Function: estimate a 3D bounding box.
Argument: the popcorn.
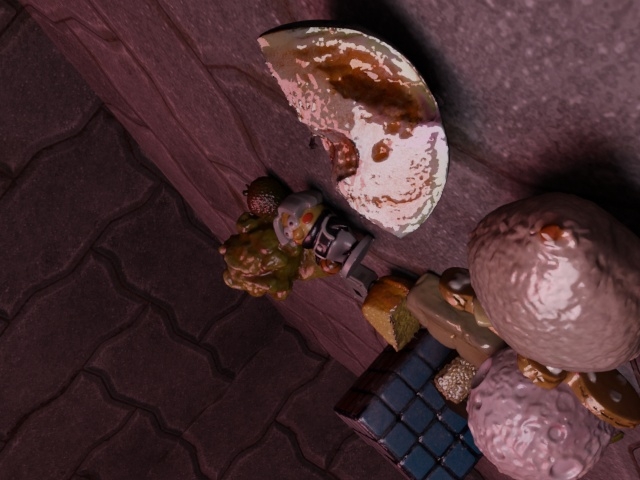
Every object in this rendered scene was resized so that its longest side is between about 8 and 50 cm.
[{"bbox_3d":[-0.150,0.069,1.808,0.321,0.290,0.326,39,146,28],"label":"popcorn"}]

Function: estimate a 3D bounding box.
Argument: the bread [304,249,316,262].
[{"bbox_3d":[-0.004,-0.001,1.549,0.110,0.103,0.156,43,160,-19],"label":"bread"}]

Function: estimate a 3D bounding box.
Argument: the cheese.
[{"bbox_3d":[0.298,0.175,1.253,0.263,0.093,0.159,35,160,36],"label":"cheese"}]

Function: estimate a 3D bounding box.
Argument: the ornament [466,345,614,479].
[{"bbox_3d":[0.388,0.306,1.053,0.225,0.259,0.259,34,165,3],"label":"ornament"}]

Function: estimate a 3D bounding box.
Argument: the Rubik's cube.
[{"bbox_3d":[0.290,0.495,1.694,0.337,0.344,0.344,43,168,1],"label":"Rubik's cube"}]

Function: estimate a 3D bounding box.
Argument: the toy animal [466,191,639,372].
[{"bbox_3d":[0.288,0.052,0.713,0.226,0.188,0.358,28,167,37],"label":"toy animal"}]

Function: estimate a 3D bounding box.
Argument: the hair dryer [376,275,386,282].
[{"bbox_3d":[0.178,0.116,1.564,0.079,0.031,0.083,42,155,42],"label":"hair dryer"}]

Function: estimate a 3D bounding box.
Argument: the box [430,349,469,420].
[{"bbox_3d":[0.425,0.380,1.394,0.273,0.143,0.184,25,157,48],"label":"box"}]

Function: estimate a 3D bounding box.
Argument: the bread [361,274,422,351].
[{"bbox_3d":[0.180,0.167,1.464,0.134,0.129,0.260,34,160,32],"label":"bread"}]

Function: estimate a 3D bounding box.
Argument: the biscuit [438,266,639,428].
[{"bbox_3d":[0.349,0.143,0.883,0.340,0.216,0.047,46,127,24],"label":"biscuit"}]

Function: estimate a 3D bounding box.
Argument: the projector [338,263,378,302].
[{"bbox_3d":[0.125,0.131,1.669,0.115,0.061,0.147,28,160,43],"label":"projector"}]

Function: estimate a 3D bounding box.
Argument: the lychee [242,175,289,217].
[{"bbox_3d":[-0.151,-0.119,1.592,0.146,0.114,0.114,24,161,16],"label":"lychee"}]

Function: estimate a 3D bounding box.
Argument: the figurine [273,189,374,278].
[{"bbox_3d":[-0.001,-0.015,1.407,0.236,0.133,0.176,36,131,11],"label":"figurine"}]

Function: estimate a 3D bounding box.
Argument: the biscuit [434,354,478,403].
[{"bbox_3d":[0.340,0.296,1.331,0.082,0.168,0.070,45,177,14],"label":"biscuit"}]

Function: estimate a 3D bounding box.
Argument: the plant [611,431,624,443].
[{"bbox_3d":[0.567,0.421,1.210,0.121,0.117,0.104,3,155,39],"label":"plant"}]

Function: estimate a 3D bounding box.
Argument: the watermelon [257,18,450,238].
[{"bbox_3d":[0.077,-0.182,0.781,0.175,0.188,0.322,-17,123,21],"label":"watermelon"}]
